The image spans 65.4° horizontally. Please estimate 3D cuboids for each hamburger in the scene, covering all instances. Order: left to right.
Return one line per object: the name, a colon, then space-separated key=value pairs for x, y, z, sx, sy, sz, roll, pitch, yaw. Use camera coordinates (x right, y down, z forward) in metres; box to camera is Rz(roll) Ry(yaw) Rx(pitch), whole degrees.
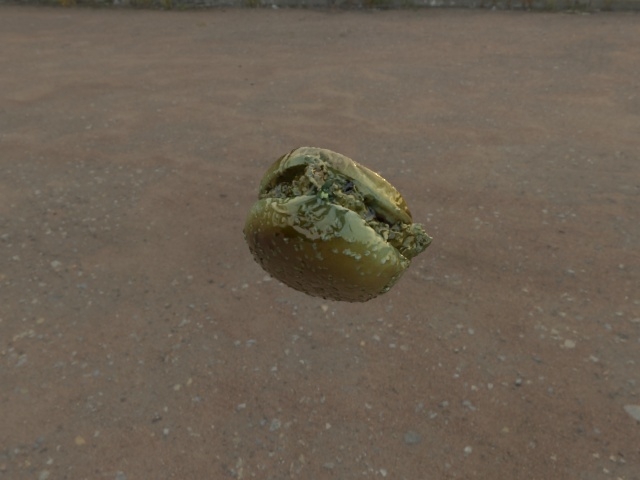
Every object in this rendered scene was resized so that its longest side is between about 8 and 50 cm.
hamburger: x=0.000 y=0.000 z=0.581 sx=0.215 sy=0.189 sz=0.122 roll=-17 pitch=42 yaw=51
